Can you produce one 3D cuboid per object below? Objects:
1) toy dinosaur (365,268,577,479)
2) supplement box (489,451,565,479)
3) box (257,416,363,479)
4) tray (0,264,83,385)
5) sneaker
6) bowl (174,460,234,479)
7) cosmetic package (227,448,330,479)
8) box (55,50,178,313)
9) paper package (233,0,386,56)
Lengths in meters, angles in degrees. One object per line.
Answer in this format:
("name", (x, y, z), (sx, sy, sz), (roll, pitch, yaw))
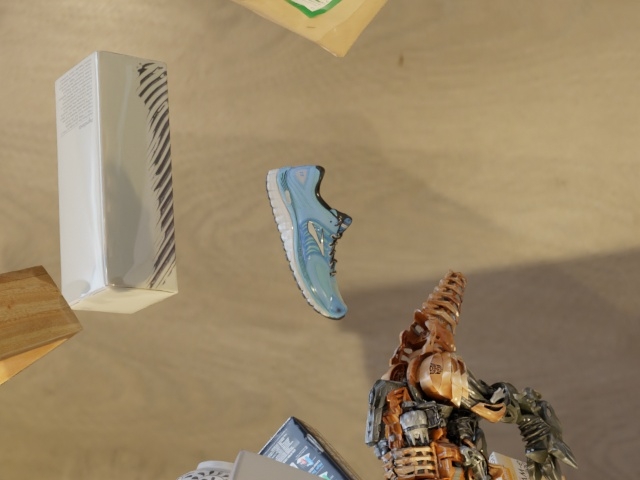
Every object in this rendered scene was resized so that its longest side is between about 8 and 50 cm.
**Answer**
("toy dinosaur", (0.132, 0.174, 1.578), (0.218, 0.164, 0.322), (35, 68, -32))
("supplement box", (0.241, 0.290, 1.823), (0.098, 0.062, 0.036), (20, 113, -16))
("box", (-0.042, 0.316, 1.607), (0.220, 0.175, 0.051), (-49, 138, 2))
("tray", (-0.337, 0.111, 1.141), (0.203, 0.411, 0.076), (-34, 88, 10))
("sneaker", (0.000, 0.000, 1.545), (0.073, 0.063, 0.162), (-18, 92, 2))
("bowl", (-0.121, 0.317, 1.911), (0.170, 0.080, 0.170), (7, 155, 3))
("cosmetic package", (-0.057, 0.334, 1.276), (0.138, 0.224, 0.224), (21, 116, -1))
("box", (-0.229, -0.064, 1.752), (0.094, 0.113, 0.275), (6, 73, -35))
("paper package", (-0.005, -0.331, 0.913), (0.168, 0.309, 0.325), (18, 122, -45))
